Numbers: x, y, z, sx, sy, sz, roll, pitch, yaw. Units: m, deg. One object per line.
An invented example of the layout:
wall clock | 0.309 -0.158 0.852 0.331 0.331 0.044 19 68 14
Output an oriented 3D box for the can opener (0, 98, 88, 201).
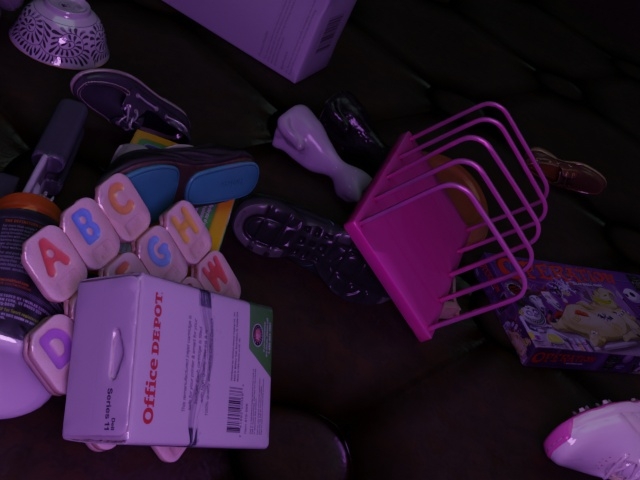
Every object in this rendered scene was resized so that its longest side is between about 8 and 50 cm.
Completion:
can opener | -0.376 -0.104 1.081 0.093 0.074 0.280 18 35 -9

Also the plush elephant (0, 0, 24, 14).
plush elephant | -0.567 -0.430 1.222 0.272 0.255 0.330 -4 45 -36

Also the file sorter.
file sorter | 0.199 -0.043 1.150 0.202 0.182 0.291 55 35 -16

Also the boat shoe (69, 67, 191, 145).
boat shoe | -0.278 -0.195 1.227 0.206 0.075 0.065 22 30 -44

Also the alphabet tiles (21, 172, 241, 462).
alphabet tiles | -0.183 0.078 0.857 0.278 0.021 0.284 62 36 -19

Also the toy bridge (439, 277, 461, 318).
toy bridge | 0.176 0.051 1.269 0.063 0.026 0.188 4 41 -29

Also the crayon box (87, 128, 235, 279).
crayon box | -0.209 -0.024 1.076 0.165 0.081 0.278 20 35 -8

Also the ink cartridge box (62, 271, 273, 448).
ink cartridge box | -0.141 0.125 0.798 0.208 0.087 0.153 25 62 -55

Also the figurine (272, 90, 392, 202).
figurine | 0.050 -0.152 1.406 0.209 0.092 0.215 43 39 17

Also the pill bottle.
pill bottle | -0.328 0.054 0.858 0.130 0.130 0.246 13 37 -18

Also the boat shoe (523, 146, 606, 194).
boat shoe | 0.502 -0.133 1.684 0.178 0.064 0.060 23 40 8

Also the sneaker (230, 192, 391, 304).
sneaker | 0.000 0.000 1.161 0.267 0.101 0.106 28 14 -16

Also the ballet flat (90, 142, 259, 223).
ballet flat | -0.196 -0.076 1.011 0.096 0.095 0.280 32 24 26

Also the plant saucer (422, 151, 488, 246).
plant saucer | 0.218 -0.075 1.397 0.200 0.037 0.200 20 49 -25

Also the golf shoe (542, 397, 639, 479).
golf shoe | 0.433 0.287 1.057 0.306 0.115 0.140 7 43 -24

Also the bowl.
bowl | -0.435 -0.369 1.379 0.170 0.080 0.170 17 37 -13

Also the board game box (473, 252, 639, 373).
board game box | 0.436 0.122 1.325 0.346 0.056 0.208 7 35 -24

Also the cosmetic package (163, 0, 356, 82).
cosmetic package | -0.136 -0.515 1.641 0.385 0.217 0.156 36 37 10
